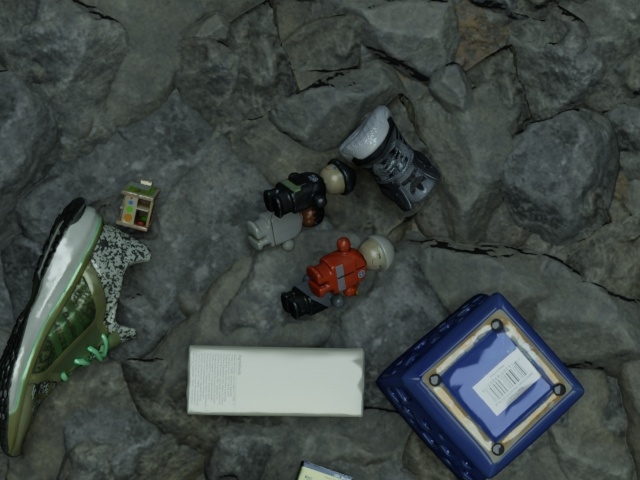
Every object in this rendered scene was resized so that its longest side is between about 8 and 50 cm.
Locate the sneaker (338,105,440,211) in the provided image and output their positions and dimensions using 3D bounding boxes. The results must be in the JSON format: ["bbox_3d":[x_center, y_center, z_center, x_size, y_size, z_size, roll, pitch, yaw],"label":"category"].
[{"bbox_3d":[0.114,-0.125,1.876,0.153,0.268,0.101,43,95,-2],"label":"sneaker"}]

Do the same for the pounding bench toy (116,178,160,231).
[{"bbox_3d":[-0.290,-0.057,1.939,0.052,0.083,0.065,15,111,0],"label":"pounding bench toy"}]

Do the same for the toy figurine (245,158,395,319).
[{"bbox_3d":[0.000,0.000,1.874,0.148,0.209,0.213,-24,77,-24],"label":"toy figurine"}]

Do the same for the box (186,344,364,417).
[{"bbox_3d":[-0.071,0.221,1.888,0.275,0.094,0.113,3,81,-5],"label":"box"}]

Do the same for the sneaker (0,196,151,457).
[{"bbox_3d":[-0.376,0.149,1.861,0.182,0.158,0.410,22,84,-19],"label":"sneaker"}]

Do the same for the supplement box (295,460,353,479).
[{"bbox_3d":[-0.003,0.396,1.884,0.083,0.056,0.083,19,80,-2],"label":"supplement box"}]

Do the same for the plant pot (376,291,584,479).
[{"bbox_3d":[0.253,0.225,1.854,0.236,0.212,0.236,-40,85,-9],"label":"plant pot"}]
